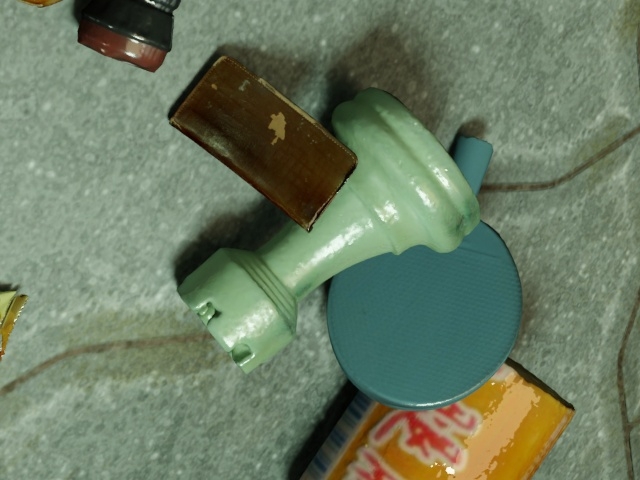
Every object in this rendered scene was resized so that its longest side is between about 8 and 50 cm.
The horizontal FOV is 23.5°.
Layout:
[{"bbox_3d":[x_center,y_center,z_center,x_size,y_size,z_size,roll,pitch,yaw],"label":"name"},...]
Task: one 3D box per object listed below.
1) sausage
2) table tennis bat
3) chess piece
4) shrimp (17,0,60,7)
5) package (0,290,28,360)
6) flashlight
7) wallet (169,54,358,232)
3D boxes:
[{"bbox_3d":[0.131,0.246,1.800,0.287,0.233,0.233,-55,135,-2],"label":"sausage"},{"bbox_3d":[0.128,0.034,1.716,0.044,0.215,0.329,77,30,-66],"label":"table tennis bat"},{"bbox_3d":[0.000,0.000,1.595,0.299,0.194,0.194,-40,133,-5],"label":"chess piece"},{"bbox_3d":[-0.257,-0.249,1.336,0.162,0.045,0.095,-11,141,-41],"label":"shrimp"},{"bbox_3d":[-0.345,0.089,1.447,0.120,0.031,0.108,14,104,-44],"label":"package"},{"bbox_3d":[-0.142,-0.272,1.384,0.093,0.093,0.232,15,99,-44],"label":"flashlight"},{"bbox_3d":[-0.053,-0.097,1.512,0.095,0.176,0.026,-53,176,-1],"label":"wallet"}]
